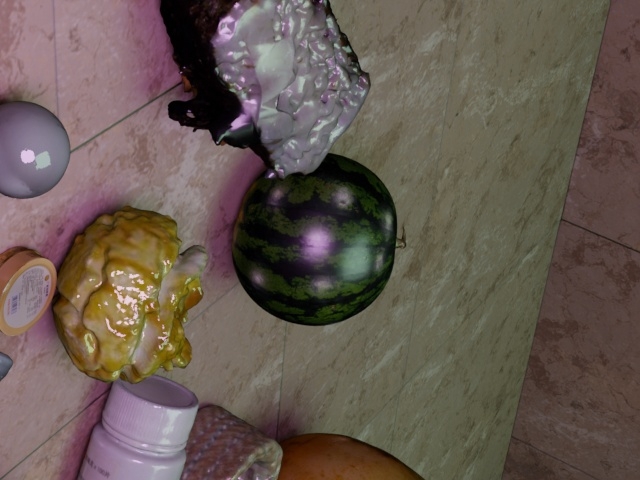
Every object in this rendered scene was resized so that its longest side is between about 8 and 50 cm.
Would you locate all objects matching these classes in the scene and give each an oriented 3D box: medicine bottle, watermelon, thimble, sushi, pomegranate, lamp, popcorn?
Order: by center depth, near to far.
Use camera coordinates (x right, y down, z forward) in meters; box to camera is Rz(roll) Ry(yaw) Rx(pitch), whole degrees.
[{"bbox_3d":[-0.321,-0.097,1.480,0.105,0.105,0.105,-46,150,-37],"label":"lamp"},{"bbox_3d":[-0.239,0.069,1.718,0.204,0.183,0.221,78,28,-77],"label":"popcorn"},{"bbox_3d":[-0.094,-0.222,1.720,0.234,0.207,0.348,-45,146,-14],"label":"sushi"},{"bbox_3d":[-0.266,0.322,1.945,0.144,0.144,0.252,-9,122,-62],"label":"medicine bottle"},{"bbox_3d":[-0.005,-0.001,2.056,0.269,0.269,0.269,-46,150,-37],"label":"watermelon"},{"bbox_3d":[-0.171,0.382,2.198,0.229,0.148,0.196,-26,135,-58],"label":"thimble"},{"bbox_3d":[0.030,0.544,2.456,0.416,0.416,0.417,-46,150,-37],"label":"pomegranate"}]

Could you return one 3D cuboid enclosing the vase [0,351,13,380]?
[{"bbox_3d":[-0.432,0.217,1.571,0.219,0.096,0.096,-64,157,-9],"label":"vase"}]

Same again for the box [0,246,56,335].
[{"bbox_3d":[-0.359,0.060,1.632,0.105,0.037,0.105,-46,150,-36],"label":"box"}]
